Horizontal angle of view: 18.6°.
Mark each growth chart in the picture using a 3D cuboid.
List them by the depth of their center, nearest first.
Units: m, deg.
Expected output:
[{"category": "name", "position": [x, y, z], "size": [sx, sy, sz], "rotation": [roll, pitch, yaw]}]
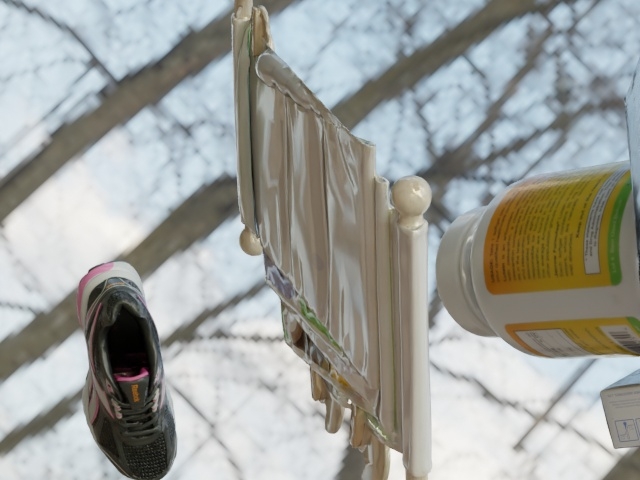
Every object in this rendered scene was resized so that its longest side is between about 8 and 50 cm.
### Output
[{"category": "growth chart", "position": [0.000, 0.000, 0.855], "size": [0.237, 0.021, 0.172], "rotation": [-126, -149, -53]}]

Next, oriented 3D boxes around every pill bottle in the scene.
[{"category": "pill bottle", "position": [0.193, 0.015, 1.382], "size": [0.136, 0.136, 0.246], "rotation": [52, -28, -18]}]

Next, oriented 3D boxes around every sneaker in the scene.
[{"category": "sneaker", "position": [-0.150, 0.110, 1.498], "size": [0.077, 0.072, 0.178], "rotation": [-131, -155, -67]}]

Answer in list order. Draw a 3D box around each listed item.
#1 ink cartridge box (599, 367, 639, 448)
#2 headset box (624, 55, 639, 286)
[{"category": "ink cartridge box", "position": [0.304, 0.099, 1.325], "size": [0.207, 0.097, 0.046], "rotation": [-11, -84, 39]}, {"category": "headset box", "position": [0.267, -0.116, 1.085], "size": [0.131, 0.283, 0.246], "rotation": [13, -61, -2]}]
